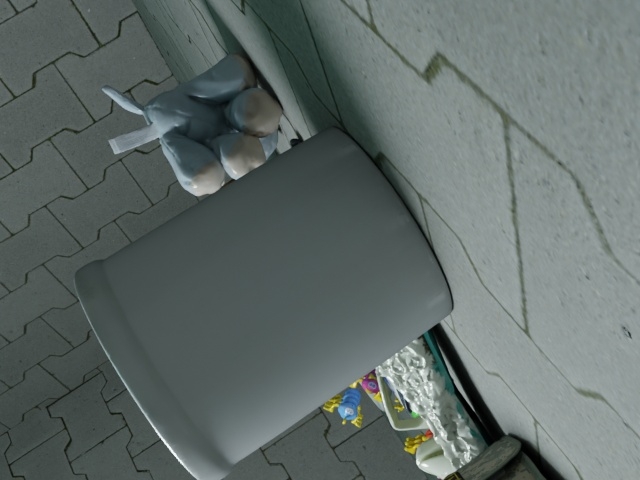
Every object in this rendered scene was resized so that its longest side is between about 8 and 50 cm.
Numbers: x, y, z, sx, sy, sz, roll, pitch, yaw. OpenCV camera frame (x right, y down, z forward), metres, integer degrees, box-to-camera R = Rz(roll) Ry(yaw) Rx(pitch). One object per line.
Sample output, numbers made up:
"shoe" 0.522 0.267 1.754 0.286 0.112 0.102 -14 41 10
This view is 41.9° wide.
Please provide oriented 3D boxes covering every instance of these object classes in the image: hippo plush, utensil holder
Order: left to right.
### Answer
"hippo plush" -0.189 -0.165 1.483 0.236 0.294 0.234 51 -154 -71
"utensil holder" -0.069 0.075 1.104 0.327 0.386 0.327 56 175 8

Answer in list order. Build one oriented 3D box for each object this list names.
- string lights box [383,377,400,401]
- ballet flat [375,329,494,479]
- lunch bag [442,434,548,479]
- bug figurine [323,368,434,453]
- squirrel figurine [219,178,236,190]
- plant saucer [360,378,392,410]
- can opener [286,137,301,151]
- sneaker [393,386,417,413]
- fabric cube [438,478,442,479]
"string lights box" 0.127 0.213 1.726 0.259 0.077 0.133 53 173 36
"ballet flat" 0.187 0.286 1.329 0.408 0.147 0.147 60 174 -14
"lunch bag" 0.232 0.412 1.136 0.169 0.235 0.287 55 176 -32
"bug figurine" 0.152 0.354 1.747 0.279 0.072 0.216 27 -152 -5
"squirrel figurine" -0.106 0.055 1.781 0.397 0.281 0.370 29 124 50
"plant saucer" 0.082 0.229 2.064 0.400 0.101 0.400 57 175 8
"can opener" -0.025 -0.109 1.452 0.186 0.073 0.059 68 -153 -47
"sneaker" 0.159 0.228 1.465 0.153 0.094 0.235 53 173 24
"fabric cube" 0.348 0.812 2.186 0.259 0.258 0.254 51 170 49
